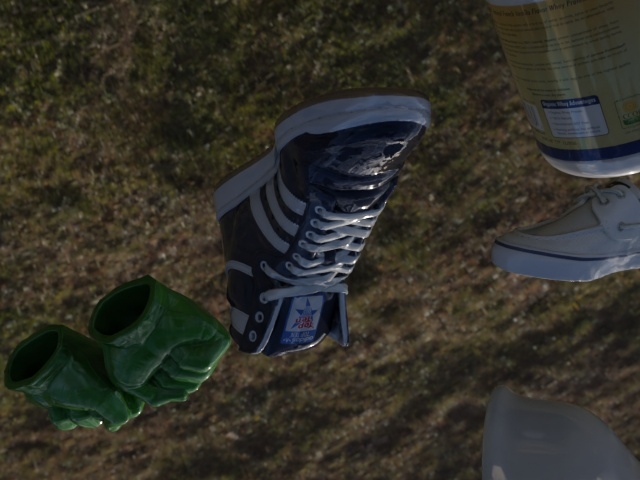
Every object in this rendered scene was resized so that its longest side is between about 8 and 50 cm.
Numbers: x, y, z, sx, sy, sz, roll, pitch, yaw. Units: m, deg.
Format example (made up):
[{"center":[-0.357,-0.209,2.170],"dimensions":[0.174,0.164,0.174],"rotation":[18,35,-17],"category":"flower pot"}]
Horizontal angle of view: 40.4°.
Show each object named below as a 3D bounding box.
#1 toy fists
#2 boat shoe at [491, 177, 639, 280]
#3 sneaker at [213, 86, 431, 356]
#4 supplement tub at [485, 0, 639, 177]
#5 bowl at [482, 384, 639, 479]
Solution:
[{"center":[-0.228,0.145,0.996],"dimensions":[0.279,0.096,0.142],"rotation":[-28,134,27],"category":"toy fists"},{"center":[0.110,-0.007,0.335],"dimensions":[0.100,0.035,0.035],"rotation":[-4,108,-22],"category":"boat shoe"},{"center":[0.000,0.000,0.634],"dimensions":[0.099,0.153,0.282],"rotation":[-1,167,-26],"category":"sneaker"},{"center":[0.310,-0.254,0.962],"dimensions":[0.228,0.228,0.316],"rotation":[-28,115,-2],"category":"supplement tub"},{"center":[0.237,0.271,0.761],"dimensions":[0.134,0.297,0.298],"rotation":[-9,151,18],"category":"bowl"}]
